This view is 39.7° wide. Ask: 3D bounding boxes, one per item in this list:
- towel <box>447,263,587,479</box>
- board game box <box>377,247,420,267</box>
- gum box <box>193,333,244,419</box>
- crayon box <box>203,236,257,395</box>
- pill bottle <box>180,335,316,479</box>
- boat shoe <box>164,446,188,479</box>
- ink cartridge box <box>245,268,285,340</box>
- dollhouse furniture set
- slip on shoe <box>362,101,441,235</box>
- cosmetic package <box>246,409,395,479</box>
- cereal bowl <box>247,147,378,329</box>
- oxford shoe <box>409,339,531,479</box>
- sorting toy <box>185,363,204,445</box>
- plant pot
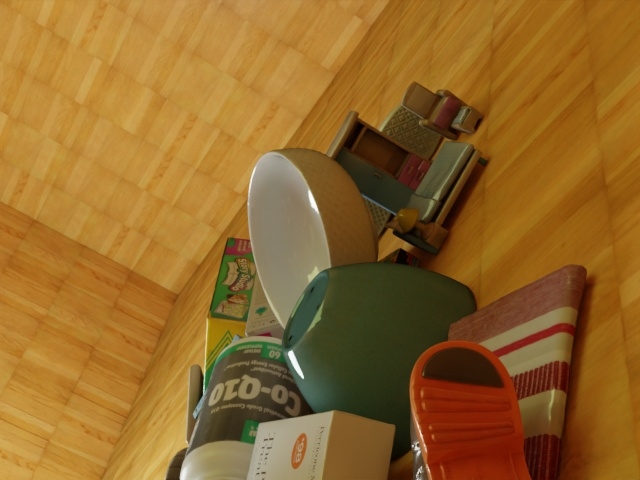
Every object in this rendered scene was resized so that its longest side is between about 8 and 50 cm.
[{"bbox_3d":[0.197,0.202,1.000,0.237,0.037,0.329,-39,27,53],"label":"towel"},{"bbox_3d":[0.096,0.104,1.554,0.170,0.048,0.141,-38,25,59],"label":"board game box"},{"bbox_3d":[-0.144,0.307,1.788,0.184,0.157,0.041,-61,13,-4],"label":"gum box"},{"bbox_3d":[-0.198,0.214,2.033,0.363,0.106,0.313,-88,3,-63],"label":"crayon box"},{"bbox_3d":[-0.119,0.353,1.497,0.204,0.204,0.361,-51,17,36],"label":"pill bottle"},{"bbox_3d":[-0.291,0.610,1.843,0.130,0.132,0.355,75,-145,-72],"label":"boat shoe"},{"bbox_3d":[-0.049,0.109,1.849,0.185,0.065,0.311,-14,28,8],"label":"ink cartridge box"},{"bbox_3d":[0.156,-0.159,1.554,0.286,0.198,0.303,-60,13,3],"label":"dollhouse furniture set"},{"bbox_3d":[0.141,-0.153,1.797,0.331,0.123,0.101,-63,8,13],"label":"slip on shoe"},{"bbox_3d":[-0.034,0.418,1.126,0.284,0.097,0.377,-30,45,62],"label":"cosmetic package"},{"bbox_3d":[0.000,0.000,1.530,0.339,0.141,0.339,39,135,53],"label":"cereal bowl"},{"bbox_3d":[0.148,0.281,0.817,0.133,0.129,0.364,89,-179,-57],"label":"oxford shoe"},{"bbox_3d":[-0.280,0.409,2.029,0.208,0.038,0.193,81,-174,-59],"label":"sorting toy"},{"bbox_3d":[0.059,0.146,1.279,0.290,0.195,0.290,-56,14,22],"label":"plant pot"}]
